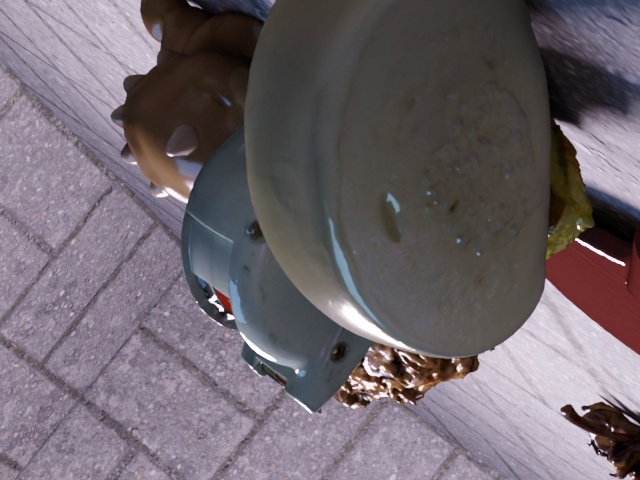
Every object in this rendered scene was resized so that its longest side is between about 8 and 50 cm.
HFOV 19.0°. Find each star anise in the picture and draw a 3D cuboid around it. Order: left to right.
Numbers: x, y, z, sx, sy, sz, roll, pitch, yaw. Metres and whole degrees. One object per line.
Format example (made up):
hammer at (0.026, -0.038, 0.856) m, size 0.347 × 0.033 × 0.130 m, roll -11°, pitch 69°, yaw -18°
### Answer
star anise at (0.345, 0.242, 2.097) m, size 0.177 × 0.073 × 0.234 m, roll 45°, pitch -169°, yaw 14°

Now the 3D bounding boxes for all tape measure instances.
tape measure at (0.000, 0.000, 1.651) m, size 0.125 × 0.243 × 0.246 m, roll 31°, pitch 170°, yaw 43°

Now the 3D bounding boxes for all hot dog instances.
hot dog at (0.111, -0.054, 1.311) m, size 0.093 × 0.123 × 0.261 m, roll -4°, pitch -152°, yaw -34°

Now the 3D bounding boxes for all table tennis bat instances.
table tennis bat at (0.255, 0.046, 1.466) m, size 0.268 × 0.051 × 0.414 m, roll 36°, pitch 174°, yaw 12°

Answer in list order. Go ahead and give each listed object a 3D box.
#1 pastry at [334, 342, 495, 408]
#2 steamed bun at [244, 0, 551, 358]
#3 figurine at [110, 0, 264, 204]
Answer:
pastry at (0.050, 0.078, 2.102) m, size 0.275 × 0.193 × 0.275 m, roll 39°, pitch 175°, yaw 4°
steamed bun at (0.036, -0.052, 1.182) m, size 0.200 × 0.155 × 0.250 m, roll -159°, pitch 64°, yaw -63°
figurine at (-0.106, -0.113, 1.761) m, size 0.247 × 0.173 × 0.177 m, roll 30°, pitch 170°, yaw 46°
